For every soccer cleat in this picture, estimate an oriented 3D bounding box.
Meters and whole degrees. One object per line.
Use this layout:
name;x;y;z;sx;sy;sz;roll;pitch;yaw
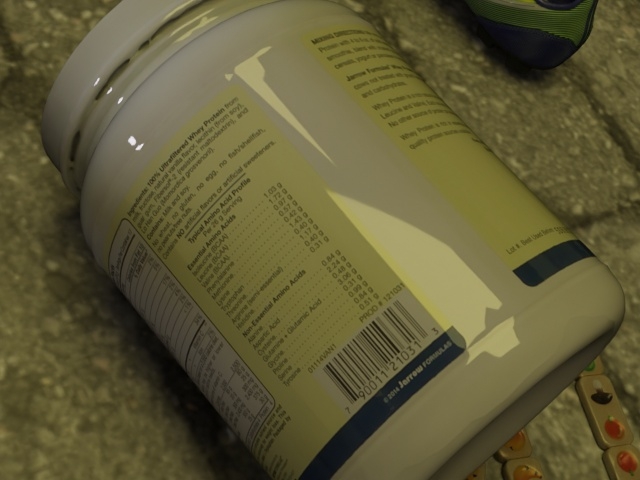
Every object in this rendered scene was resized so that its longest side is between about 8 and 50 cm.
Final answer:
soccer cleat;0.131;-0.275;1.076;0.289;0.121;0.093;44;53;10

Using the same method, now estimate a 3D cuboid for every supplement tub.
supplement tub;0.000;0.000;0.754;0.235;0.235;0.325;-29;69;-35

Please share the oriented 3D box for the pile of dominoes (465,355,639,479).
pile of dominoes;0.133;0.093;0.877;0.196;0.040;0.251;-3;59;-25
